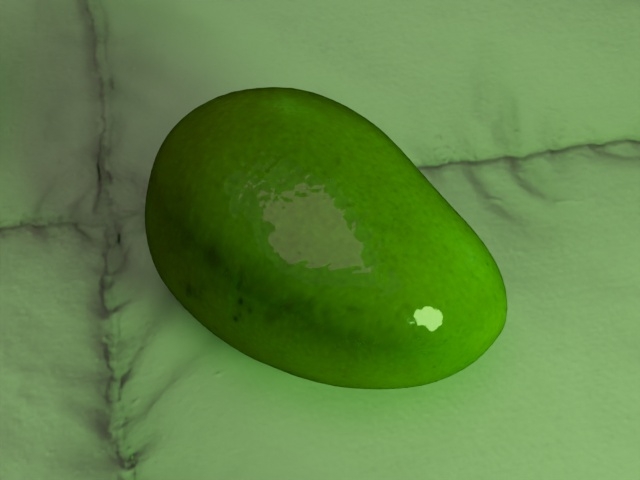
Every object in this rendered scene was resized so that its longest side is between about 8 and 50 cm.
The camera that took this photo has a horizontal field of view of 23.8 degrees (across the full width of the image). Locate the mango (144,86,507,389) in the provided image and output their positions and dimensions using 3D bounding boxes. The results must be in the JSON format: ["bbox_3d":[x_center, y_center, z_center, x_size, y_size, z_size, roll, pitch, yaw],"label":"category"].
[{"bbox_3d":[-0.008,0.003,1.060,0.185,0.149,0.273,-35,63,-22],"label":"mango"}]
